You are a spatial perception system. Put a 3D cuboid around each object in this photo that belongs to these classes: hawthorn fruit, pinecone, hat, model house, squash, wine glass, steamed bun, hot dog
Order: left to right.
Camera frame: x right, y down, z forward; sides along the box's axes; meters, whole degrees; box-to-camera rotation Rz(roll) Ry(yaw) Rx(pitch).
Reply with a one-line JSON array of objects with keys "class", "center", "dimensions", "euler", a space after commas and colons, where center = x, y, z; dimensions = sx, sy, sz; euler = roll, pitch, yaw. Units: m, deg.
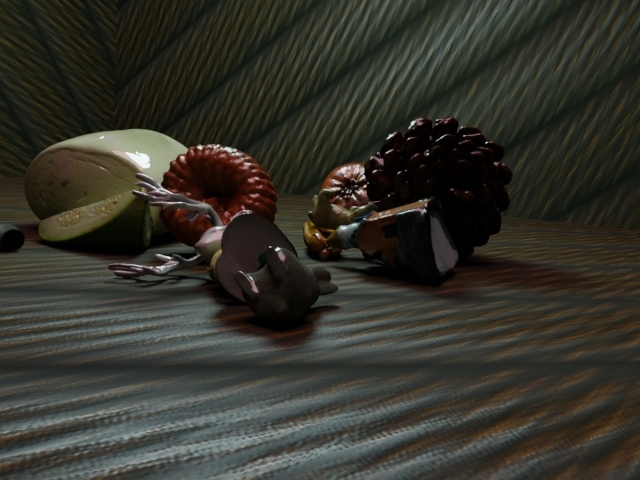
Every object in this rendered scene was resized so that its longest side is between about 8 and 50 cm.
[{"class": "wine glass", "center": [-0.754, -0.016, 1.556], "dimensions": [0.066, 0.066, 0.198], "euler": [-4, 14, -42]}, {"class": "squash", "center": [-0.553, -0.044, 1.581], "dimensions": [0.288, 0.111, 0.203], "euler": [8, -37, -5]}, {"class": "steamed bun", "center": [-0.566, -0.167, 1.858], "dimensions": [0.455, 0.290, 0.371], "euler": [7, 11, 19]}, {"class": "hat", "center": [-0.233, -0.050, 1.670], "dimensions": [0.285, 0.285, 0.400], "euler": [5, -22, 9]}, {"class": "hot dog", "center": [0.000, 0.000, 1.765], "dimensions": [0.100, 0.068, 0.249], "euler": [16, 9, -9]}, {"class": "hawthorn fruit", "center": [0.123, -0.104, 2.069], "dimensions": [0.241, 0.242, 0.272], "euler": [8, -23, 23]}, {"class": "model house", "center": [0.158, 0.005, 1.565], "dimensions": [0.291, 0.185, 0.253], "euler": [-7, 10, 21]}, {"class": "pinecone", "center": [0.296, -0.148, 1.792], "dimensions": [0.397, 0.398, 0.398], "euler": [4, 8, -1]}]

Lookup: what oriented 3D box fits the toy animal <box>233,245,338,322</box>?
[{"class": "toy animal", "center": [-0.049, 0.087, 1.123], "dimensions": [0.108, 0.138, 0.236], "euler": [-33, -26, 10]}]

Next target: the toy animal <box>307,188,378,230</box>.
[{"class": "toy animal", "center": [0.063, -0.055, 1.724], "dimensions": [0.218, 0.101, 0.103], "euler": [19, -14, 11]}]

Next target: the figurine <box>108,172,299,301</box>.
[{"class": "figurine", "center": [-0.220, -0.001, 1.263], "dimensions": [0.284, 0.207, 0.315], "euler": [11, -2, -33]}]
